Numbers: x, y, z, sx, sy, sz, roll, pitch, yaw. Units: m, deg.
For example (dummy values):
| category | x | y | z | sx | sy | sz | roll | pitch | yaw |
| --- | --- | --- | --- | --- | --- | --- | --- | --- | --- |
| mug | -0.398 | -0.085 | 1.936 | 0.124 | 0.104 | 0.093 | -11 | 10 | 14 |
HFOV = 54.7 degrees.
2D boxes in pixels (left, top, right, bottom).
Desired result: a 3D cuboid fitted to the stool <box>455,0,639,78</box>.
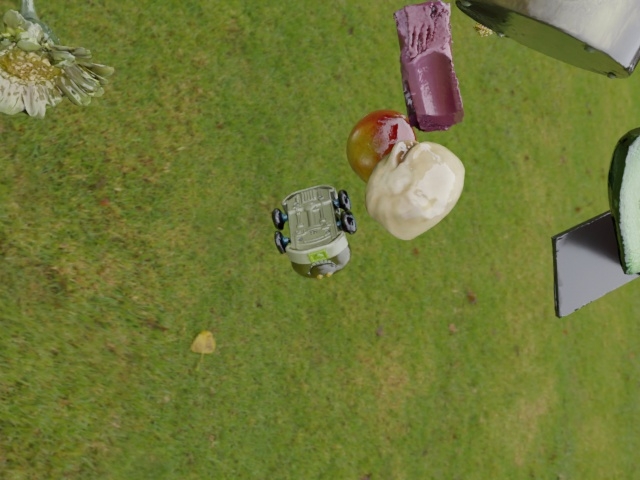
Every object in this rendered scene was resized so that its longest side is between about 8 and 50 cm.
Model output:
| category | x | y | z | sx | sy | sz | roll | pitch | yaw |
| --- | --- | --- | --- | --- | --- | --- | --- | --- | --- |
| stool | 0.257 | -0.300 | 0.546 | 0.179 | 0.179 | 0.264 | 9 | 112 | -46 |

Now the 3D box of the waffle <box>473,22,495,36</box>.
| category | x | y | z | sx | sy | sz | roll | pitch | yaw |
| --- | --- | --- | --- | --- | --- | --- | --- | --- | --- |
| waffle | 0.409 | -0.517 | 1.499 | 0.016 | 0.078 | 0.085 | 59 | 30 | -35 |

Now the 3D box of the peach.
| category | x | y | z | sx | sy | sz | roll | pitch | yaw |
| --- | --- | --- | --- | --- | --- | --- | --- | --- | --- |
| peach | 0.162 | -0.242 | 1.567 | 0.197 | 0.197 | 0.197 | 4 | 85 | -47 |

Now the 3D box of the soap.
| category | x | y | z | sx | sy | sz | roll | pitch | yaw |
| --- | --- | --- | --- | --- | --- | --- | --- | --- | --- |
| soap | 0.213 | -0.341 | 1.220 | 0.289 | 0.112 | 0.182 | 65 | 20 | -51 |

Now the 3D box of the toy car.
| category | x | y | z | sx | sy | sz | roll | pitch | yaw |
| --- | --- | --- | --- | --- | --- | --- | --- | --- | --- |
| toy car | 0.000 | 0.000 | 1.570 | 0.247 | 0.204 | 0.198 | -99 | 171 | -48 |

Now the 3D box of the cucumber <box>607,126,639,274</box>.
| category | x | y | z | sx | sy | sz | roll | pitch | yaw |
| --- | --- | --- | --- | --- | --- | --- | --- | --- | --- |
| cucumber | 0.451 | -0.062 | 0.865 | 0.115 | 0.063 | 0.243 | -27 | 127 | 0 |

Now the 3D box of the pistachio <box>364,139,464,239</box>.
| category | x | y | z | sx | sy | sz | roll | pitch | yaw |
| --- | --- | --- | --- | --- | --- | --- | --- | --- | --- |
| pistachio | 0.222 | -0.120 | 1.391 | 0.318 | 0.194 | 0.213 | -28 | 121 | -51 |

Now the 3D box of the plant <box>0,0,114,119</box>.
| category | x | y | z | sx | sy | sz | roll | pitch | yaw |
| --- | --- | --- | --- | --- | --- | --- | --- | --- | --- |
| plant | -0.626 | -0.384 | 1.291 | 0.297 | 0.261 | 0.306 | 50 | 13 | 18 |

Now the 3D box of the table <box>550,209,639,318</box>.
| category | x | y | z | sx | sy | sz | roll | pitch | yaw |
| --- | --- | --- | --- | --- | --- | --- | --- | --- | --- |
| table | 0.591 | 0.067 | 1.056 | 0.282 | 0.250 | 0.196 | -24 | 123 | -14 |
